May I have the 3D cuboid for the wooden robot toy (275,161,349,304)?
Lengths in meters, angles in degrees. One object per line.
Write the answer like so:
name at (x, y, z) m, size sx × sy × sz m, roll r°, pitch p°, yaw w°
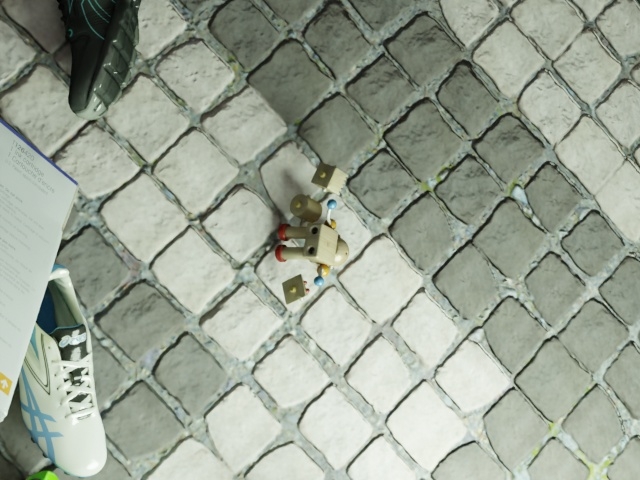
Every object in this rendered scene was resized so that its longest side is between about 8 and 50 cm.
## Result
wooden robot toy at (0.000, 0.000, 1.565) m, size 0.079 × 0.076 × 0.173 m, roll 25°, pitch 72°, yaw -52°

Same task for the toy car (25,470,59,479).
toy car at (-0.328, 0.341, 1.365) m, size 0.053 × 0.239 × 0.225 m, roll 3°, pitch 51°, yaw 16°

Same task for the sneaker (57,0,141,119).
sneaker at (-0.255, -0.267, 1.495) m, size 0.106 × 0.101 × 0.267 m, roll 11°, pitch 79°, yaw 4°

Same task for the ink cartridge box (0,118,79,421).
ink cartridge box at (-0.391, -0.022, 1.275) m, size 0.303 × 0.072 × 0.307 m, roll 43°, pitch 35°, yaw -32°

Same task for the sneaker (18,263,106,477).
sneaker at (-0.278, 0.139, 1.416) m, size 0.085 × 0.086 × 0.237 m, roll -14°, pitch 87°, yaw -41°
